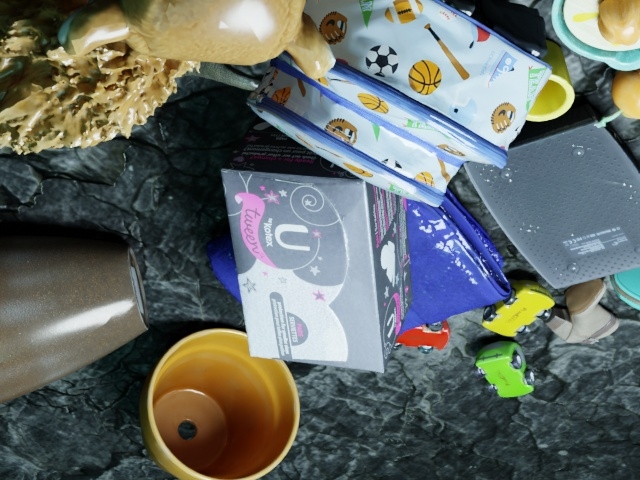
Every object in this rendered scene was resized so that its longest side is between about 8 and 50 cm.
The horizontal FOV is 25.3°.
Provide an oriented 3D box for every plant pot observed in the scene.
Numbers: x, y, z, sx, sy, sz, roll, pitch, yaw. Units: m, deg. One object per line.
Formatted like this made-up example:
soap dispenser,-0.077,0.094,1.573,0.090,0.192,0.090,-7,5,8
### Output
plant pot,-0.155,0.239,1.913,0.205,0.205,0.188,17,156,-16
plant pot,-0.331,0.081,1.722,0.231,0.215,0.215,-12,142,-1

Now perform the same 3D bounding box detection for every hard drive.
hard drive,0.283,-0.048,1.587,0.172,0.054,0.254,-17,138,26

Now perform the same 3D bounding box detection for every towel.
towel,0.043,0.024,1.695,0.308,0.076,0.227,-21,124,31

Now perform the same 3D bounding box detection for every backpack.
backpack,0.068,-0.154,1.282,0.277,0.213,0.263,20,179,-20

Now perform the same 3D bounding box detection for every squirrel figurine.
squirrel figurine,-0.121,-0.224,1.044,0.281,0.370,0.397,3,135,-29

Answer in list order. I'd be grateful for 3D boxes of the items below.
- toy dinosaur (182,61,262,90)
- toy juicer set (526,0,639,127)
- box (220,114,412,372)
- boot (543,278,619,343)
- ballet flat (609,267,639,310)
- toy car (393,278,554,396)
toy dinosaur,-0.182,-0.219,1.390,0.314,0.121,0.160,15,154,-20
toy juicer set,0.319,-0.214,1.337,0.209,0.089,0.329,12,142,-9
box,0.000,0.000,1.533,0.163,0.142,0.247,5,124,17
boot,0.339,0.091,1.780,0.087,0.042,0.118,20,142,-29
ballet flat,0.467,0.065,1.698,0.247,0.083,0.087,1,157,8
toy car,0.210,0.127,1.826,0.239,0.053,0.225,-14,139,24
